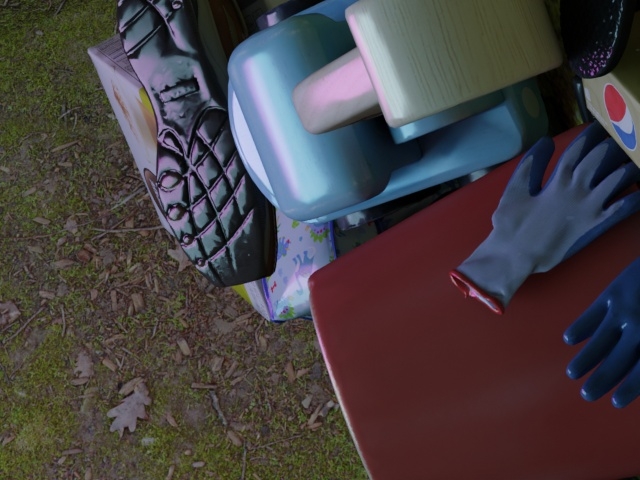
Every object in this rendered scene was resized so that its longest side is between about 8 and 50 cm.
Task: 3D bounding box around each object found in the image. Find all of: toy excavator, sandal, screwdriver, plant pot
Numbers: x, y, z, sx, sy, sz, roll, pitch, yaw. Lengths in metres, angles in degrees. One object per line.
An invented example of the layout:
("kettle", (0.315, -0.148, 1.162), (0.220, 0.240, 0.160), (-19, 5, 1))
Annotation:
("toy excavator", (0.048, -0.115, 1.035), (0.445, 0.433, 0.222), (-28, -83, -53))
("sandal", (0.178, -0.174, 0.764), (0.067, 0.040, 0.179), (-127, 36, -51))
("screwdriver", (0.234, -0.061, 1.047), (0.170, 0.025, 0.024), (60, -179, -28))
("plant pot", (0.135, 0.074, 0.995), (0.275, 0.243, 0.274), (-20, -90, -85))

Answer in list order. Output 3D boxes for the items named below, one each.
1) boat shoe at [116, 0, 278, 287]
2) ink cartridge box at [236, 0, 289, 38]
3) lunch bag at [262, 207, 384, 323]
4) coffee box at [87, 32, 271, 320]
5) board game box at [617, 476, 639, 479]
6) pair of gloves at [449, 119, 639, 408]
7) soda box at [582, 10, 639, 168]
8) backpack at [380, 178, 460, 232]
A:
("boat shoe", (-0.095, -0.119, 1.311), (0.120, 0.123, 0.323), (-23, -78, -55))
("ink cartridge box", (0.036, -0.219, 1.389), (0.060, 0.239, 0.275), (-18, 95, 51))
("lunch bag", (0.000, 0.000, 1.416), (0.129, 0.096, 0.151), (-28, 70, 43))
("coffee box", (-0.068, -0.160, 1.877), (0.334, 0.338, 0.337), (38, 154, 46))
("board game box", (0.284, 0.245, 1.211), (0.186, 0.026, 0.126), (27, 162, 19))
("pair of gloves", (0.185, 0.012, 0.843), (0.198, 0.159, 0.023), (41, 179, 37))
("soda box", (0.218, -0.069, 0.791), (0.181, 0.058, 0.061), (-114, 4, -51))
("backpack", (0.090, -0.022, 1.573), (0.273, 0.290, 0.355), (25, -152, -12))
